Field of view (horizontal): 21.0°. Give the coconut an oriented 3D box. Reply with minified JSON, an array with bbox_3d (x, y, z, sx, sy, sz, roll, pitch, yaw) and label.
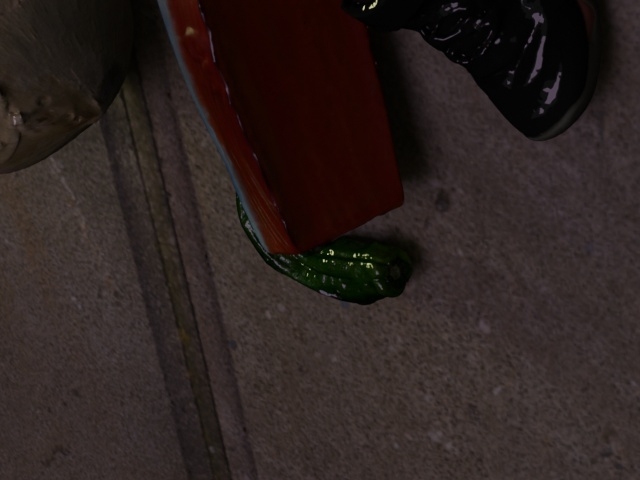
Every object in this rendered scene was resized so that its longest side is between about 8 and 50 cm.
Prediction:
[{"bbox_3d":[-0.263,-0.172,1.419,0.230,0.227,0.227,27,131,24],"label":"coconut"}]

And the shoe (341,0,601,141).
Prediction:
[{"bbox_3d":[0.083,-0.189,1.185,0.291,0.137,0.114,52,137,-3],"label":"shoe"}]

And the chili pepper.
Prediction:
[{"bbox_3d":[-0.002,0.003,1.444,0.182,0.050,0.073,29,139,24],"label":"chili pepper"}]

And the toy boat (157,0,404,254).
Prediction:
[{"bbox_3d":[-0.047,-0.159,1.319,0.133,0.145,0.332,25,137,62],"label":"toy boat"}]
